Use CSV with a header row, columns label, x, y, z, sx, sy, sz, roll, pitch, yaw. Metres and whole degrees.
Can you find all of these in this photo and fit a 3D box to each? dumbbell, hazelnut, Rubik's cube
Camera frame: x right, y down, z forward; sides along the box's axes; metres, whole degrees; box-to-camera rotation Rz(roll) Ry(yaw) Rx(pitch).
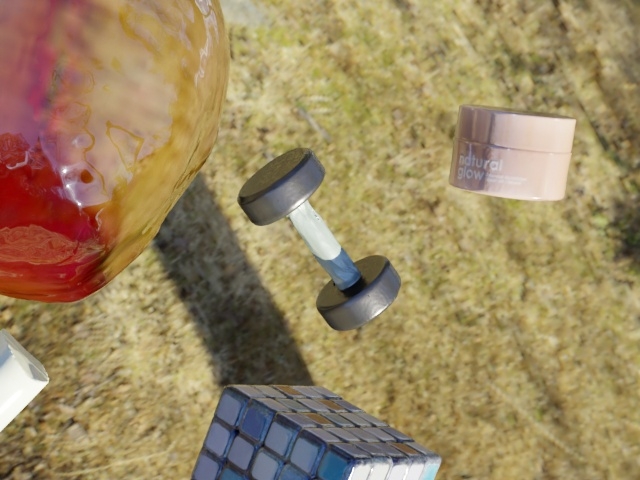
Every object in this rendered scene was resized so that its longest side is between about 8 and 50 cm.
label,x,y,z,sx,sy,sz,roll,pitch,yaw
dumbbell,0.000,0.000,1.221,0.191,0.100,0.100,55,46,-18
hazelnut,-0.147,-0.075,0.498,0.208,0.208,0.208,17,60,-33
Rubik's cube,-0.022,0.422,1.847,0.293,0.287,0.292,9,103,-54

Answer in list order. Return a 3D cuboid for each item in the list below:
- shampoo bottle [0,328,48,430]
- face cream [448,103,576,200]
label,x,y,z,sx,sy,sz,roll,pitch,yaw
shampoo bottle,-0.241,0.125,0.703,0.152,0.077,0.045,-43,109,-9
face cream,0.242,-0.113,1.418,0.149,0.149,0.104,-1,103,-39
